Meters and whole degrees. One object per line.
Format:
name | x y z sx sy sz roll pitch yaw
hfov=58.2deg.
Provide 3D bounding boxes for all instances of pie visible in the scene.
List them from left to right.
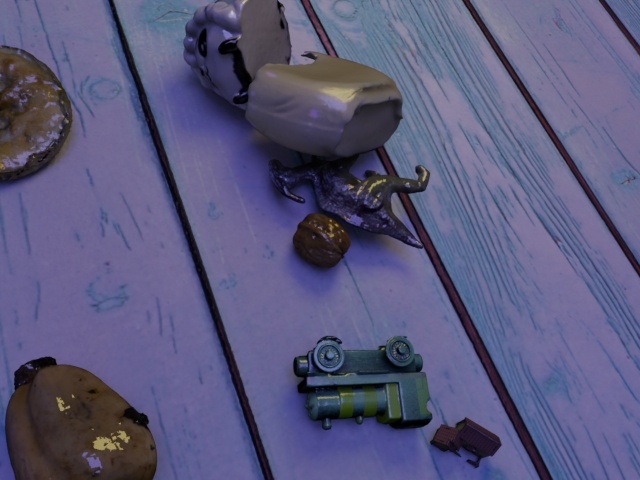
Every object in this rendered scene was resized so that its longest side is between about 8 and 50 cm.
pie | -0.537 -0.208 0.927 0.274 0.055 0.274 6 62 -10

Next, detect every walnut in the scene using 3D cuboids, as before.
walnut | 0.000 0.000 0.939 0.096 0.082 0.079 33 81 20

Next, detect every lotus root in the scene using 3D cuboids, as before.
lotus root | -0.289 0.253 0.702 0.154 0.140 0.257 -35 65 -13

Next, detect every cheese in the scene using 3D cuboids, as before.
cheese | 0.010 -0.240 1.001 0.233 0.127 0.266 33 37 32

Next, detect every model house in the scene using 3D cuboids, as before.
model house | 0.215 0.294 0.849 0.083 0.058 0.057 32 60 4

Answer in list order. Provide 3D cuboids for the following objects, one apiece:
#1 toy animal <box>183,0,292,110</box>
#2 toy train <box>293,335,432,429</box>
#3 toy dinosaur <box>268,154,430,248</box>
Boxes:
toy animal | -0.148 -0.351 1.026 0.156 0.208 0.204 22 56 28
toy train | 0.061 0.210 0.843 0.200 0.083 0.132 0 66 -13
toy dinosaur | 0.055 -0.089 0.996 0.294 0.077 0.162 19 54 13
